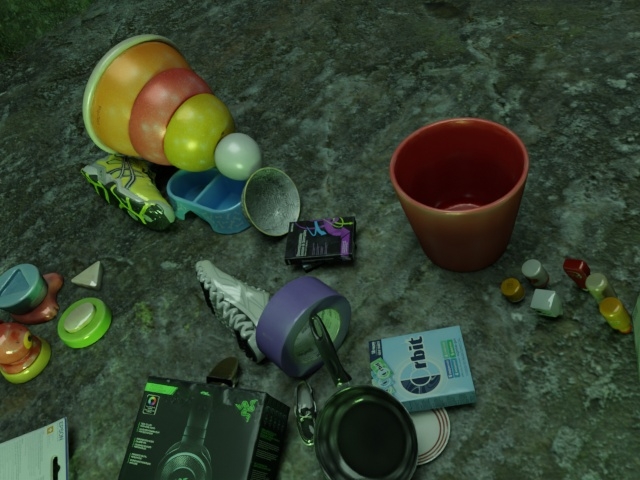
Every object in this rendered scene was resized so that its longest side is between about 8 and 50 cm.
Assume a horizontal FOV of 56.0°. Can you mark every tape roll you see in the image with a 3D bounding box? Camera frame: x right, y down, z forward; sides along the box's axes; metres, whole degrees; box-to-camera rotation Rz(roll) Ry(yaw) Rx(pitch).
[{"bbox_3d":[-0.032,0.171,1.199,0.189,0.189,0.080,-42,50,-18],"label":"tape roll"}]

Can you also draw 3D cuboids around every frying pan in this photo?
[{"bbox_3d":[0.039,0.311,1.086,0.326,0.053,0.197,45,102,25],"label":"frying pan"}]

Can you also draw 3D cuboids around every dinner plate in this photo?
[{"bbox_3d":[0.167,0.344,1.104,0.141,0.017,0.141,-10,48,11],"label":"dinner plate"}]

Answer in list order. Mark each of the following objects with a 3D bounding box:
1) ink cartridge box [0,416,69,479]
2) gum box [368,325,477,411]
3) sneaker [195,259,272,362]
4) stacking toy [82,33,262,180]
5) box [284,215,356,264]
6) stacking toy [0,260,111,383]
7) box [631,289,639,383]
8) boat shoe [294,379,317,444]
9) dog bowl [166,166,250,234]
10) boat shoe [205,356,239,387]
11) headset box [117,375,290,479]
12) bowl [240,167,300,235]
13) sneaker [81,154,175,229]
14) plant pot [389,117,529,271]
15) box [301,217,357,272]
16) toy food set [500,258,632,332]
[{"bbox_3d":[-0.597,0.496,1.203,0.224,0.045,0.223,-21,48,-2],"label":"ink cartridge box"},{"bbox_3d":[0.189,0.247,1.146,0.184,0.041,0.157,-11,39,9],"label":"gum box"},{"bbox_3d":[-0.178,0.139,1.341,0.118,0.110,0.292,-32,57,-21],"label":"sneaker"},{"bbox_3d":[-0.345,-0.288,1.581,0.480,0.350,0.350,35,67,20],"label":"stacking toy"},{"bbox_3d":[0.000,0.000,1.404,0.162,0.029,0.116,-6,50,14],"label":"box"},{"bbox_3d":[-0.671,0.155,1.460,0.280,0.130,0.309,-23,48,-2],"label":"stacking toy"},{"bbox_3d":[0.587,0.203,0.990,0.087,0.169,0.290,2,50,17],"label":"box"},{"bbox_3d":[-0.027,0.330,1.164,0.046,0.038,0.125,-11,48,9],"label":"boat shoe"},{"bbox_3d":[-0.288,-0.121,1.608,0.297,0.074,0.166,20,59,30],"label":"dog bowl"},{"bbox_3d":[-0.207,0.311,1.241,0.056,0.048,0.153,-2,44,24],"label":"boat shoe"},{"bbox_3d":[-0.207,0.388,1.073,0.246,0.131,0.283,4,66,20],"label":"headset box"},{"bbox_3d":[-0.141,-0.092,1.501,0.080,0.170,0.170,-8,43,48],"label":"bowl"},{"bbox_3d":[-0.515,-0.158,1.667,0.385,0.145,0.147,31,66,34],"label":"sneaker"},{"bbox_3d":[0.296,-0.079,1.270,0.275,0.243,0.275,-9,49,10],"label":"plant pot"},{"bbox_3d":[0.006,0.010,1.432,0.137,0.027,0.094,-25,49,-4],"label":"box"},{"bbox_3d":[0.483,0.107,1.174,0.232,0.104,0.111,4,64,44],"label":"toy food set"}]
